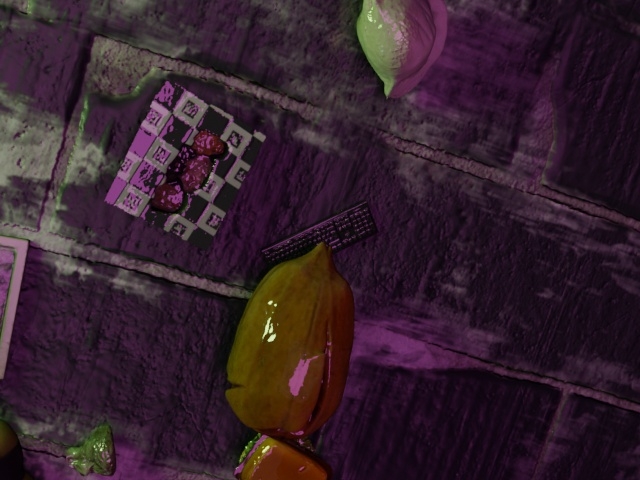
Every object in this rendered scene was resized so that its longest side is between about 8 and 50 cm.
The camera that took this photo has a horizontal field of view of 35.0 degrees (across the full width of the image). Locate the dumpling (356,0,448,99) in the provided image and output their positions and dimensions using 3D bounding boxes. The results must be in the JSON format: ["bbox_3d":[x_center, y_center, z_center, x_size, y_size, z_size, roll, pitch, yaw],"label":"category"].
[{"bbox_3d":[0.137,-0.350,1.652,0.166,0.126,0.216,-37,107,-22],"label":"dumpling"}]

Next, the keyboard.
[{"bbox_3d":[0.000,0.000,1.743,0.202,0.011,0.067,-25,109,-9],"label":"keyboard"}]

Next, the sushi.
[{"bbox_3d":[-0.222,-0.121,1.632,0.192,0.050,0.215,28,88,-23],"label":"sushi"}]

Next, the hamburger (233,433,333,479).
[{"bbox_3d":[-0.063,0.396,1.771,0.166,0.087,0.137,40,88,-21],"label":"hamburger"}]

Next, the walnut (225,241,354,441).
[{"bbox_3d":[-0.041,0.164,1.674,0.209,0.209,0.336,17,87,-19],"label":"walnut"}]

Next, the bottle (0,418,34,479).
[{"bbox_3d":[-0.516,0.446,1.613,0.171,0.171,0.351,-13,103,-13],"label":"bottle"}]

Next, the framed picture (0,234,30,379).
[{"bbox_3d":[-0.635,0.084,1.576,0.324,0.020,0.241,12,98,-18],"label":"framed picture"}]

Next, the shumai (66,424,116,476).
[{"bbox_3d":[-0.380,0.352,1.681,0.080,0.082,0.083,-5,80,-14],"label":"shumai"}]
